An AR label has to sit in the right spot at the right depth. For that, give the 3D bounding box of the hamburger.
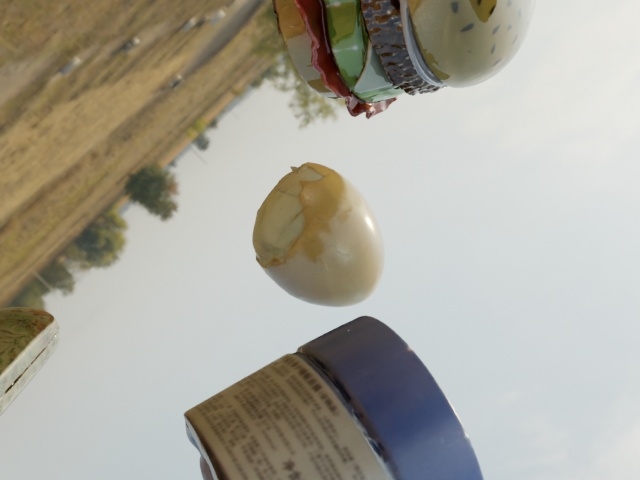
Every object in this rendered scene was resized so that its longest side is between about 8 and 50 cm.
[{"bbox_3d":[0.061,-0.161,0.543,0.137,0.175,0.175,6,-139,33],"label":"hamburger"}]

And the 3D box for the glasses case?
[{"bbox_3d":[-0.533,0.213,1.321,0.156,0.098,0.425,0,-160,7],"label":"glasses case"}]

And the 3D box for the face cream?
[{"bbox_3d":[0.005,0.230,0.872,0.225,0.249,0.249,-25,-175,-16],"label":"face cream"}]

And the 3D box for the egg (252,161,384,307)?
[{"bbox_3d":[0.000,0.000,1.403,0.201,0.244,0.201,-40,-168,10],"label":"egg"}]
